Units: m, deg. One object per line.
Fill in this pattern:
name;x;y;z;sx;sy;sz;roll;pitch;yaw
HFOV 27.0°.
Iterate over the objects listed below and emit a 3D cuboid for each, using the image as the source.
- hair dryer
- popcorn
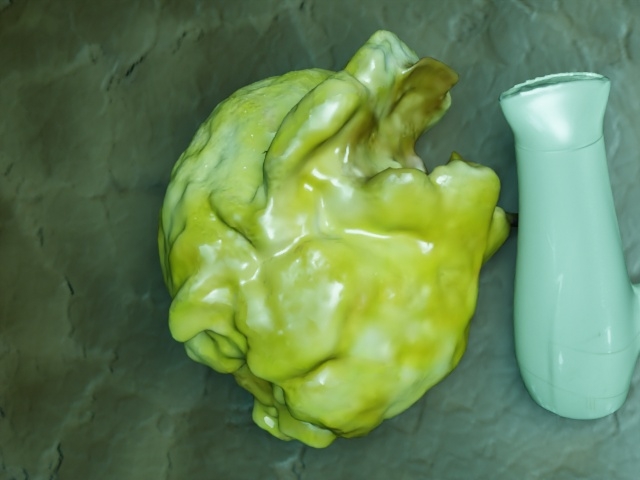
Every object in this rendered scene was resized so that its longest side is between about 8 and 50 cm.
hair dryer;0.225;-0.009;0.780;0.237;0.075;0.206;-8;114;-3
popcorn;-0.001;-0.003;0.810;0.190;0.191;0.254;29;91;48
